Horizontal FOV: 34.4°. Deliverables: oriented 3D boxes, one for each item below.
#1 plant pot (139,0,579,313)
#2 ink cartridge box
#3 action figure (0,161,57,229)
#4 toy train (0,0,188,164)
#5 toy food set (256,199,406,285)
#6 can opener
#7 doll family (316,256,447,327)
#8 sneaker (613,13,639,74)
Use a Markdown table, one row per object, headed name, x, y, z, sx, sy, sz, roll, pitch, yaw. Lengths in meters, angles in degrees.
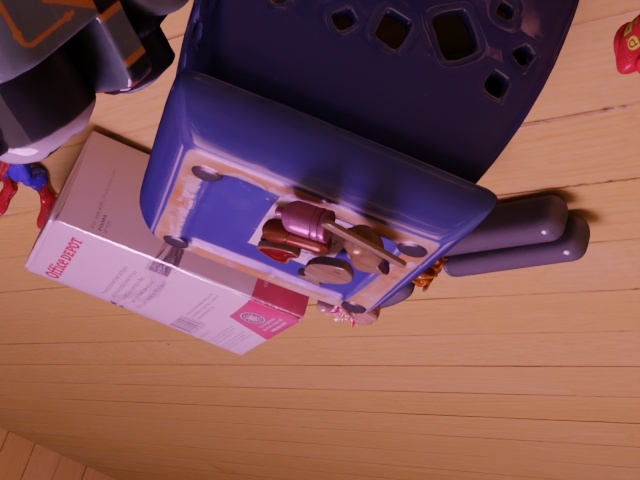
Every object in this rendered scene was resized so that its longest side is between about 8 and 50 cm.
| name | x | y | z | sx | sy | sz | roll | pitch | yaw |
| --- | --- | --- | --- | --- | --- | --- | --- | --- | --- |
| plant pot | 0.007 | -0.089 | 0.706 | 0.236 | 0.212 | 0.236 | 22 | 156 | -9 |
| ink cartridge box | -0.166 | 0.012 | 1.160 | 0.283 | 0.117 | 0.207 | 24 | 156 | -16 |
| action figure | -0.359 | -0.064 | 1.114 | 0.091 | 0.139 | 0.280 | 14 | 154 | 3 |
| toy train | -0.194 | -0.203 | 0.545 | 0.142 | 0.190 | 0.334 | 1 | 129 | 35 |
| toy food set | 0.000 | 0.000 | 0.618 | 0.078 | 0.019 | 0.122 | 28 | 162 | -23 |
| can opener | 0.131 | 0.019 | 1.021 | 0.280 | 0.093 | 0.074 | -15 | 140 | 43 |
| doll family | 0.030 | -0.022 | 0.895 | 0.163 | 0.118 | 0.263 | 38 | -167 | -10 |
| sneaker | 0.229 | -0.126 | 0.617 | 0.118 | 0.107 | 0.279 | 12 | 155 | 35 |
